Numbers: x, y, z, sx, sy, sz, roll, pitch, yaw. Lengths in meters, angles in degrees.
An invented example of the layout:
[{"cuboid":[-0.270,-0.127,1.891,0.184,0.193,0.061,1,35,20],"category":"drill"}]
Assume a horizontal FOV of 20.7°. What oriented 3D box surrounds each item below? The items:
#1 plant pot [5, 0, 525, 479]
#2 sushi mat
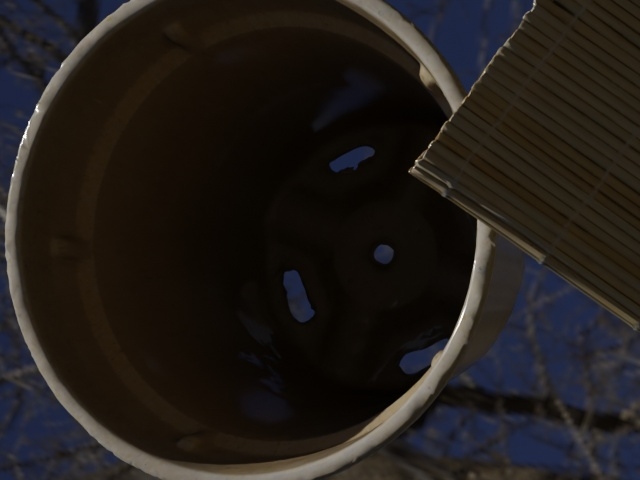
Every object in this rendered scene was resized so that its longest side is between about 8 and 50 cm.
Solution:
[{"cuboid":[0.000,0.000,1.231,0.305,0.334,0.334,10,-84,-69],"category":"plant pot"},{"cuboid":[0.220,-0.010,0.963,0.316,0.019,0.151,34,-89,-6],"category":"sushi mat"}]
